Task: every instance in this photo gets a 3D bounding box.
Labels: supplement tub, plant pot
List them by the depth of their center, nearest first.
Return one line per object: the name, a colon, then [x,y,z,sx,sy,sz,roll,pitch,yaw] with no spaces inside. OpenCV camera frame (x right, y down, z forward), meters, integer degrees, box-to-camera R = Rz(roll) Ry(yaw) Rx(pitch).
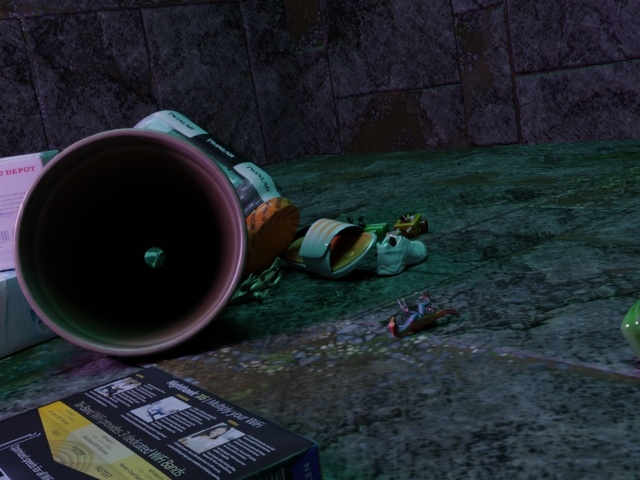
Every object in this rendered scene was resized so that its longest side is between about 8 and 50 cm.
plant pot: [-0.271,0.013,1.269,0.323,0.323,0.280,-10,-5,-5]
supplement tub: [-0.218,-0.087,1.577,0.338,0.207,0.207,34,30,21]

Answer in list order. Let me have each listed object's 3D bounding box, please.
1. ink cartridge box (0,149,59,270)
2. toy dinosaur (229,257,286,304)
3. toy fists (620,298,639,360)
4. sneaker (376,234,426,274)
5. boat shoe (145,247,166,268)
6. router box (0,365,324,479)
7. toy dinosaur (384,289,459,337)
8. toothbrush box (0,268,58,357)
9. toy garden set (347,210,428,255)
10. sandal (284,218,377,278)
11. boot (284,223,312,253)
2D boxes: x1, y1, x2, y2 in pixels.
ink cartridge box: [-0.491,-0.054,1.358,0.128,0.176,0.127,-8,13,-3]
toy dinosaur: [-0.118,0.085,1.377,0.183,0.053,0.092,-31,3,-32]
toy fists: [0.432,0.082,0.775,0.279,0.096,0.142,-2,3,40]
sneaker: [0.144,0.016,1.443,0.054,0.061,0.152,-5,10,32]
boat shoe: [-0.336,0.008,1.654,0.091,0.109,0.305,19,14,-13]
router box: [-0.178,0.205,0.675,0.243,0.081,0.309,-17,13,-32]
toy dinosaur: [0.126,0.101,1.076,0.090,0.047,0.082,8,36,26]
toothbrush box: [-0.518,0.099,1.399,0.216,0.126,0.295,2,17,42]
toy garden set: [0.093,-0.014,1.664,0.204,0.049,0.244,-5,12,24]
sandal: [-0.006,0.008,1.485,0.102,0.076,0.265,-53,26,-22]
boot: [-0.162,-0.004,1.731,0.248,0.090,0.207,-21,19,-30]
